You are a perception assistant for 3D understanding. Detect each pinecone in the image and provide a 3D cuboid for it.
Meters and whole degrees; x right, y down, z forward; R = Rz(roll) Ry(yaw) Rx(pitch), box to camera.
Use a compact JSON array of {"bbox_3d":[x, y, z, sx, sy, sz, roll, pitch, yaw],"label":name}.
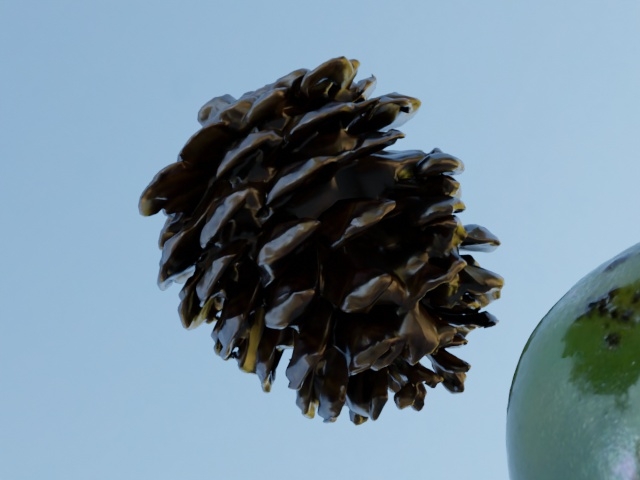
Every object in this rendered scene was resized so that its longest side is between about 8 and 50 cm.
[{"bbox_3d":[0.000,0.000,1.224,0.224,0.272,0.224,-29,-21,-12],"label":"pinecone"}]

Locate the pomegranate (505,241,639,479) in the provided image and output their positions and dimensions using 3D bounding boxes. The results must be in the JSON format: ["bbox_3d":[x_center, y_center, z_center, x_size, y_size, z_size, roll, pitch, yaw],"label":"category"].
[{"bbox_3d":[0.160,0.053,0.553,0.180,0.180,0.210,3,-47,-40],"label":"pomegranate"}]
